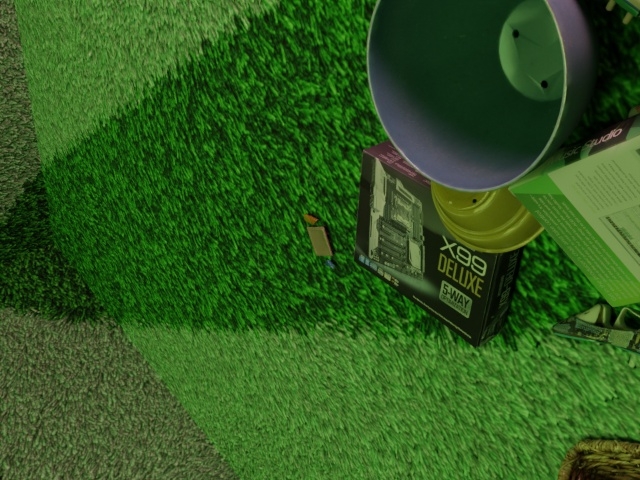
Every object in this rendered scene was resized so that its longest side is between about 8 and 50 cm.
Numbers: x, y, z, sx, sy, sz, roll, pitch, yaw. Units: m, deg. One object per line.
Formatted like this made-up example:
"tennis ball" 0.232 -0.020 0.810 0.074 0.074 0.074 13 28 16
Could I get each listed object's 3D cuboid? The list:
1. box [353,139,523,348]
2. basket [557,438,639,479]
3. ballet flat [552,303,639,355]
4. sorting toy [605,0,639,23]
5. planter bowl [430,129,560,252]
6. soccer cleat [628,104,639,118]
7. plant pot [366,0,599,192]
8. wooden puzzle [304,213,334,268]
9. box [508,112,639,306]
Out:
"box" 0.192 0.000 1.271 0.307 0.076 0.242 36 138 36
"basket" 0.461 0.438 1.073 0.299 0.213 0.223 -13 102 57
"ballet flat" 0.419 0.122 1.065 0.188 0.070 0.070 11 121 49
"sorting toy" 0.343 -0.287 0.805 0.274 0.132 0.046 48 152 22
"planter bowl" 0.227 -0.090 1.069 0.217 0.090 0.217 0 90 42
"soccer cleat" 0.405 -0.145 0.879 0.076 0.068 0.196 53 149 21
"plant pot" 0.229 -0.225 0.937 0.290 0.195 0.290 26 127 41
"wooden puzzle" 0.000 0.000 1.607 0.078 0.014 0.116 15 124 55
"box" 0.412 -0.041 0.884 0.232 0.058 0.322 46 148 -11
